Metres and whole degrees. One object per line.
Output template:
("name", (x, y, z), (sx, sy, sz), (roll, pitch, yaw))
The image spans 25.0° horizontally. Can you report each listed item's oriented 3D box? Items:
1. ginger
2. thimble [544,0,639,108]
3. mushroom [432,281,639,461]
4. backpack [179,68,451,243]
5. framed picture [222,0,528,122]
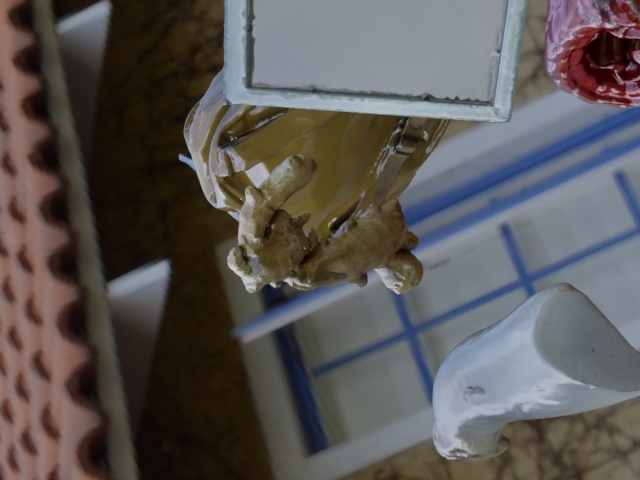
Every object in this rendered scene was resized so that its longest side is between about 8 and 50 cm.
("ginger", (0.000, 0.000, 1.349), (0.193, 0.176, 0.052), (62, 169, -27))
("thimble", (0.277, -0.201, 1.250), (0.189, 0.163, 0.125), (68, -152, -70))
("mushroom", (0.238, 0.186, 1.826), (0.177, 0.397, 0.126), (38, -121, -10))
("backpack", (0.013, -0.165, 1.892), (0.201, 0.378, 0.353), (55, -173, 37))
("framed picture", (0.041, -0.203, 0.980), (0.017, 0.217, 0.274), (-84, 0, -54))
